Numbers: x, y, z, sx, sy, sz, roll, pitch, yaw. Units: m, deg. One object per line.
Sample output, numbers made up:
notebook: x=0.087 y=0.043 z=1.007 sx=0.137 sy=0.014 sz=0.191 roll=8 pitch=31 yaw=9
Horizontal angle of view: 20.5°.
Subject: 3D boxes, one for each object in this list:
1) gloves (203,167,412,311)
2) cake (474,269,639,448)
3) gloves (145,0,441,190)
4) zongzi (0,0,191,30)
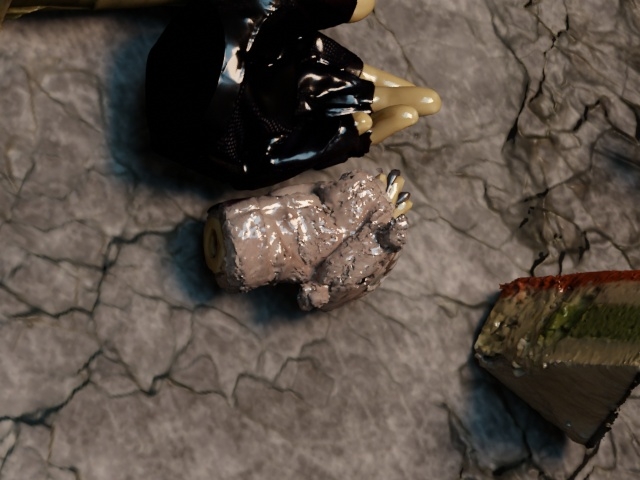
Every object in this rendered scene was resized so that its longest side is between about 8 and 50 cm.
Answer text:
gloves: x=-0.006 y=0.002 z=1.188 sx=0.144 sy=0.110 sz=0.094 roll=-6 pitch=82 yaw=-1
cake: x=0.205 y=0.084 z=1.212 sx=0.116 sy=0.220 sz=0.086 roll=40 pitch=70 yaw=-21
gloves: x=-0.011 y=-0.106 z=1.215 sx=0.203 sy=0.124 sz=0.164 roll=16 pitch=81 yaw=-45
zongzi: x=-0.114 y=-0.254 z=1.136 sx=0.228 sy=0.256 sz=0.115 roll=-9 pitch=51 yaw=-32
